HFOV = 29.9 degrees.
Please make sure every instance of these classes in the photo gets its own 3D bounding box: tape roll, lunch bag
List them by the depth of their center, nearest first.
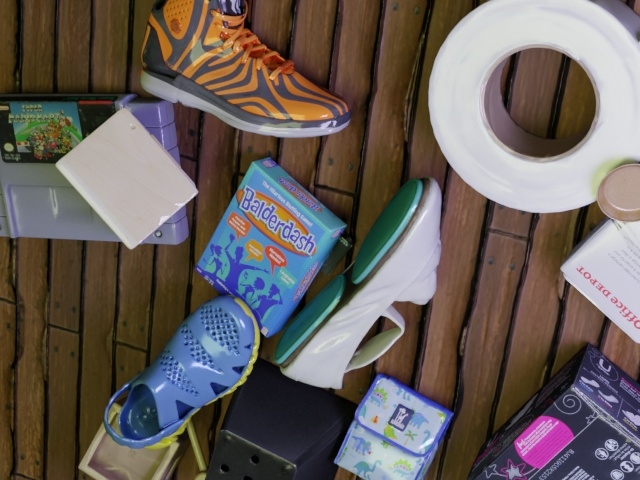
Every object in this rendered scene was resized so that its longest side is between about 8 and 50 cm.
[{"bbox_3d":[0.284,-0.183,1.508,0.286,0.100,0.286,8,112,20],"label":"tape roll"},{"bbox_3d":[0.111,0.288,1.769,0.129,0.096,0.151,28,103,13],"label":"lunch bag"}]

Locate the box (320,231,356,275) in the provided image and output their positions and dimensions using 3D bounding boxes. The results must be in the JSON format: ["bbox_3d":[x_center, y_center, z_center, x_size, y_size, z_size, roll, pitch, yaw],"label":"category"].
[{"bbox_3d":[0.000,0.000,1.741,0.083,0.018,0.067,42,119,3],"label":"box"}]

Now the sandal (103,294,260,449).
[{"bbox_3d":[-0.210,0.208,1.767,0.126,0.138,0.317,45,112,17],"label":"sandal"}]

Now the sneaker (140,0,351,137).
[{"bbox_3d":[-0.102,-0.256,1.624,0.321,0.124,0.180,18,116,15],"label":"sneaker"}]

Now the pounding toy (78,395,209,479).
[{"bbox_3d":[-0.248,0.335,1.931,0.206,0.094,0.181,31,99,9],"label":"pounding toy"}]

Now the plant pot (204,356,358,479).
[{"bbox_3d":[-0.077,0.320,1.812,0.188,0.167,0.187,25,117,13],"label":"plant pot"}]

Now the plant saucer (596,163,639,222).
[{"bbox_3d":[0.377,-0.060,1.457,0.083,0.015,0.083,3,124,4],"label":"plant saucer"}]

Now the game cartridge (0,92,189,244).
[{"bbox_3d":[-0.380,-0.111,1.834,0.355,0.068,0.230,2,115,22],"label":"game cartridge"}]

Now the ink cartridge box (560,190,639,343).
[{"bbox_3d":[0.431,0.009,1.529,0.148,0.086,0.203,43,120,3],"label":"ink cartridge box"}]

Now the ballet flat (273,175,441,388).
[{"bbox_3d":[0.083,0.071,1.688,0.139,0.139,0.400,41,123,4],"label":"ballet flat"}]

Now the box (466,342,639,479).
[{"bbox_3d":[0.340,0.292,1.645,0.163,0.142,0.247,40,120,3],"label":"box"}]

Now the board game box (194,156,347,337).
[{"bbox_3d":[-0.076,0.011,1.740,0.160,0.047,0.210,41,120,19],"label":"board game box"}]

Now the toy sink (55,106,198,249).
[{"bbox_3d":[-0.266,-0.087,1.682,0.131,0.234,0.153,-41,96,-6],"label":"toy sink"}]
